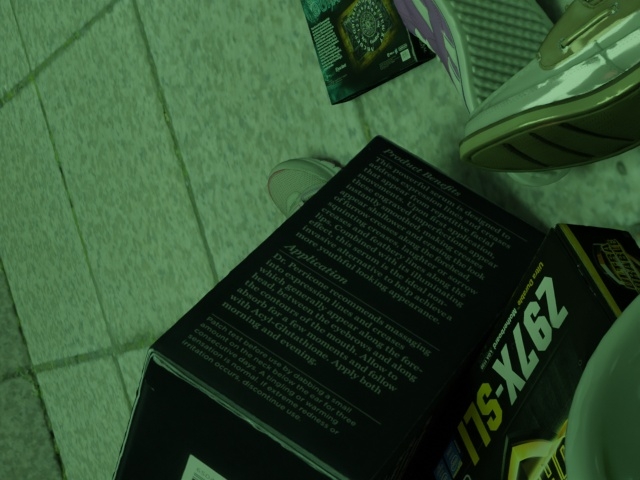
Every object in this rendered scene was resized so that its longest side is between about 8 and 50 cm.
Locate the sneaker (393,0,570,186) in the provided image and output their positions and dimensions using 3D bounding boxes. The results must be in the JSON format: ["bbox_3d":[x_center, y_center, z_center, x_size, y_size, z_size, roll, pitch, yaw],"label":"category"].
[{"bbox_3d":[0.146,-0.178,1.282,0.161,0.102,0.282,156,91,-80],"label":"sneaker"}]

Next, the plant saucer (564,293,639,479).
[{"bbox_3d":[0.345,0.106,0.796,0.400,0.400,0.100,20,145,56],"label":"plant saucer"}]

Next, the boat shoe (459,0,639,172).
[{"bbox_3d":[0.232,-0.140,1.098,0.302,0.113,0.103,-23,64,42],"label":"boat shoe"}]

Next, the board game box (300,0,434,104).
[{"bbox_3d":[0.046,-0.226,1.475,0.186,0.026,0.126,-17,89,61],"label":"board game box"}]

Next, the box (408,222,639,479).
[{"bbox_3d":[0.194,0.187,1.079,0.257,0.079,0.322,-111,36,-45],"label":"box"}]

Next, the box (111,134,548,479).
[{"bbox_3d":[0.008,0.141,1.285,0.212,0.395,0.293,32,132,13],"label":"box"}]

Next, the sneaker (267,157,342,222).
[{"bbox_3d":[0.000,0.000,1.581,0.252,0.111,0.103,51,144,35],"label":"sneaker"}]
